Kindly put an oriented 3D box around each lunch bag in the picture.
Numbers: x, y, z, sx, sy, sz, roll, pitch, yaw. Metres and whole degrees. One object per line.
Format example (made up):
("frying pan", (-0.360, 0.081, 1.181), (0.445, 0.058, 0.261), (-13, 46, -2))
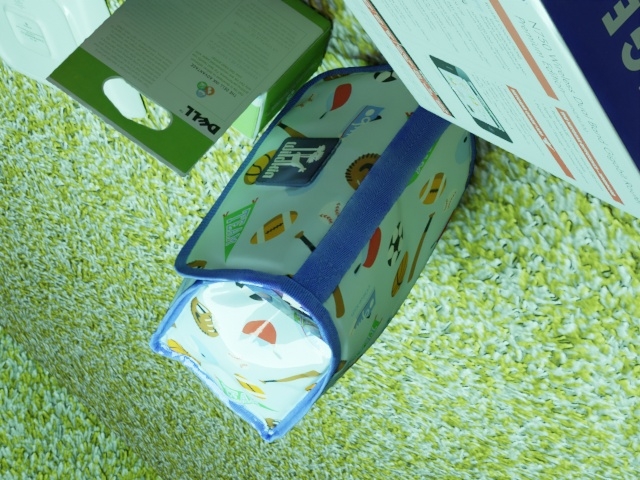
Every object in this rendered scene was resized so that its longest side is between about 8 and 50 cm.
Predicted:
("lunch bag", (0.000, 0.000, 1.426), (0.239, 0.328, 0.385), (36, 155, -2))

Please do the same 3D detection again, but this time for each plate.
("plate", (-0.382, -0.294, 1.775), (0.277, 0.045, 0.278), (25, 150, 28))

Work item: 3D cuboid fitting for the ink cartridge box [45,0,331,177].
("ink cartridge box", (-0.141, -0.181, 1.398), (0.188, 0.255, 0.097), (36, 153, 9))

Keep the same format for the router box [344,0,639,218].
("router box", (0.110, -0.178, 0.908), (0.301, 0.082, 0.335), (35, 170, 48))
